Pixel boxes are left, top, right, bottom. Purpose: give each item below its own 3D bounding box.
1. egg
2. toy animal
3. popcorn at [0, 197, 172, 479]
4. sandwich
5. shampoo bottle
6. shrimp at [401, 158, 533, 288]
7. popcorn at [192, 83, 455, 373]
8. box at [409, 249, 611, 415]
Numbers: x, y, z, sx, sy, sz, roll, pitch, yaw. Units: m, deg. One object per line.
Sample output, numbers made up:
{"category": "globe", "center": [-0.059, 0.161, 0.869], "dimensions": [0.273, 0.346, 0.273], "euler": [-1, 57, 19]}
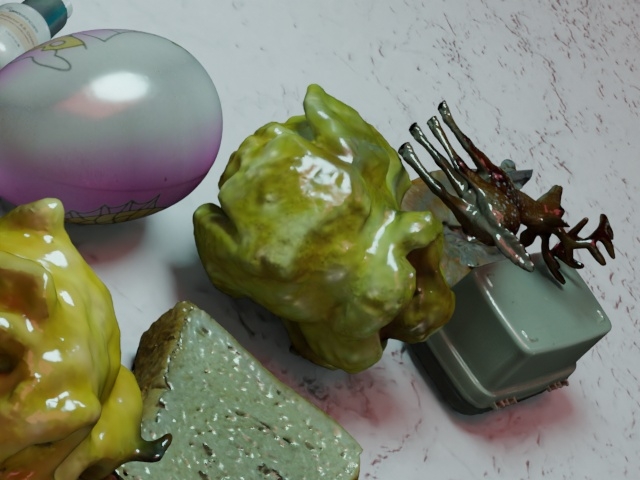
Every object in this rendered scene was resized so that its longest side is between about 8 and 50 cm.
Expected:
{"category": "egg", "center": [-0.220, -0.111, 1.886], "dimensions": [0.271, 0.196, 0.196], "euler": [2, 52, -37]}
{"category": "toy animal", "center": [0.191, -0.031, 2.051], "dimensions": [0.260, 0.087, 0.243], "euler": [47, 28, -5]}
{"category": "popcorn", "center": [-0.252, 0.126, 1.501], "dimensions": [0.281, 0.316, 0.297], "euler": [18, 33, -5]}
{"category": "sandwich", "center": [-0.091, 0.220, 1.755], "dimensions": [0.249, 0.095, 0.273], "euler": [40, 34, -11]}
{"category": "shampoo bottle", "center": [-0.309, -0.212, 2.003], "dimensions": [0.074, 0.074, 0.192], "euler": [42, 34, -3]}
{"category": "shrimp", "center": [0.185, -0.020, 2.316], "dimensions": [0.317, 0.062, 0.164], "euler": [-26, 77, -49]}
{"category": "popcorn", "center": [0.005, 0.001, 1.964], "dimensions": [0.276, 0.225, 0.276], "euler": [23, 40, -21]}
{"category": "box", "center": [0.210, 0.100, 2.149], "dimensions": [0.210, 0.129, 0.148], "euler": [-11, 62, -51]}
